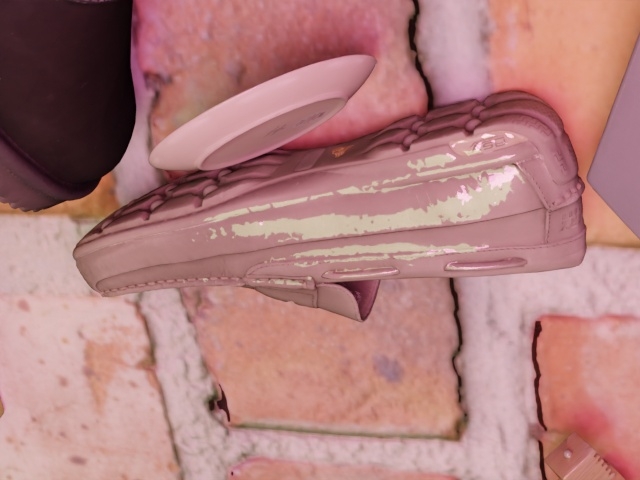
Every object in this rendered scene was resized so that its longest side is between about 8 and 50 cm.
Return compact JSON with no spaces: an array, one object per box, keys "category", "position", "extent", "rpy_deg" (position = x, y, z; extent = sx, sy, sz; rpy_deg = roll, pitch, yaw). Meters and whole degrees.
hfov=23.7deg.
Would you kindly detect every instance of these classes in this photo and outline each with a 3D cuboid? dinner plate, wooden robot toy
[{"category":"dinner plate","position":[-0.030,-0.067,0.865],"extent":[0.141,0.141,0.017],"rpy_deg":[-28,84,32]},{"category":"wooden robot toy","position":[0.224,0.174,0.983],"extent":[0.079,0.076,0.173],"rpy_deg":[-44,101,-1]}]

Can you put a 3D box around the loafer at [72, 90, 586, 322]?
[{"category":"loafer","position":[0.000,0.000,0.910],"extent":[0.320,0.112,0.111],"rpy_deg":[-11,108,25]}]

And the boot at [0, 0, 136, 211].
[{"category":"boot","position":[-0.010,-0.180,0.767],"extent":[0.445,0.367,0.146],"rpy_deg":[-21,72,8]}]

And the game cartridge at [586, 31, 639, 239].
[{"category":"game cartridge","position":[0.276,-0.001,0.764],"extent":[0.297,0.062,0.198],"rpy_deg":[39,154,20]}]

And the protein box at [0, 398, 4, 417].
[{"category":"protein box","position":[-0.341,0.093,1.036],"extent":[0.136,0.201,0.199],"rpy_deg":[2,121,19]}]
